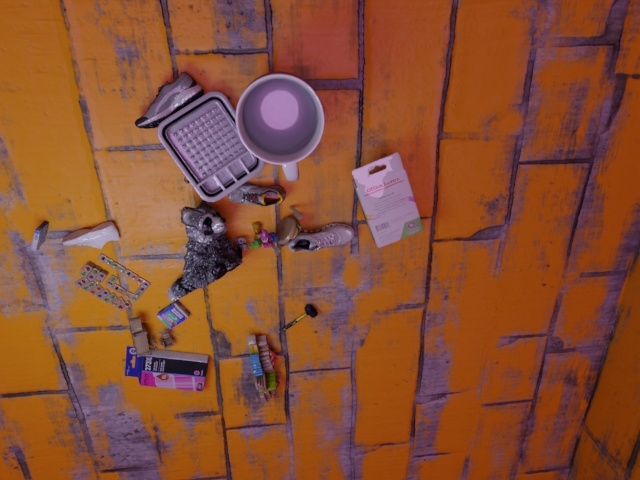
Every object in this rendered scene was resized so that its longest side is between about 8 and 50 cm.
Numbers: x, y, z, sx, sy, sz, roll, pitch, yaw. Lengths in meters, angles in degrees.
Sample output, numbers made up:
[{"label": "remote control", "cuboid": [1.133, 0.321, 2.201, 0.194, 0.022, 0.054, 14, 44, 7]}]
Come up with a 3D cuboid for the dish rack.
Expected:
[{"label": "dish rack", "cuboid": [-0.396, -0.341, 1.579, 0.286, 0.072, 0.332, -37, 113, -11]}]

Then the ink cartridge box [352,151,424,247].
[{"label": "ink cartridge box", "cuboid": [0.261, -0.172, 1.731, 0.207, 0.119, 0.353, -21, 115, 3]}]

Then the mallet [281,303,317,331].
[{"label": "mallet", "cuboid": [-0.106, 0.355, 1.964, 0.190, 0.039, 0.062, -29, 114, 10]}]

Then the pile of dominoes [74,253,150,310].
[{"label": "pile of dominoes", "cuboid": [-0.878, 0.189, 1.801, 0.251, 0.040, 0.196, 37, 104, -19]}]

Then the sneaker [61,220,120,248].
[{"label": "sneaker", "cuboid": [-0.905, -0.001, 1.703, 0.213, 0.080, 0.094, -15, 126, -1]}]

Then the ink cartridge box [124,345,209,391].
[{"label": "ink cartridge box", "cuboid": [-0.712, 0.593, 1.983, 0.371, 0.069, 0.175, 10, 112, -8]}]

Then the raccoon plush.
[{"label": "raccoon plush", "cuboid": [-0.525, 0.045, 1.705, 0.447, 0.216, 0.299, -30, 98, 13]}]

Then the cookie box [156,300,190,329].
[{"label": "cookie box", "cuboid": [-0.644, 0.324, 1.885, 0.107, 0.040, 0.091, -34, 112, 7]}]

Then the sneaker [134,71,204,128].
[{"label": "sneaker", "cuboid": [-0.548, -0.490, 1.527, 0.272, 0.100, 0.108, -34, 98, 5]}]

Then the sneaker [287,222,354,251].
[{"label": "sneaker", "cuboid": [0.000, 0.000, 1.779, 0.293, 0.118, 0.109, -8, 112, -5]}]

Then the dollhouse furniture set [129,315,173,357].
[{"label": "dollhouse furniture set", "cuboid": [-0.745, 0.389, 1.893, 0.161, 0.101, 0.181, -13, 116, -28]}]

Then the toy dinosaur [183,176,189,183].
[{"label": "toy dinosaur", "cuboid": [-0.471, -0.288, 1.636, 0.093, 0.053, 0.183, 17, 110, -12]}]

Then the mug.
[{"label": "mug", "cuboid": [-0.129, -0.386, 1.482, 0.277, 0.328, 0.373, -12, 114, -1]}]

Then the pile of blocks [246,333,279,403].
[{"label": "pile of blocks", "cuboid": [-0.248, 0.591, 1.985, 0.113, 0.149, 0.361, -12, 113, -1]}]

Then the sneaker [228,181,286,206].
[{"label": "sneaker", "cuboid": [-0.248, -0.179, 1.686, 0.226, 0.092, 0.087, -3, 113, -4]}]

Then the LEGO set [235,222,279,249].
[{"label": "LEGO set", "cuboid": [-0.254, -0.022, 1.742, 0.227, 0.087, 0.093, -7, 104, 43]}]

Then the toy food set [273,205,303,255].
[{"label": "toy food set", "cuboid": [-0.133, -0.037, 1.744, 0.039, 0.132, 0.192, 27, 101, -37]}]

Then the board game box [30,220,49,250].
[{"label": "board game box", "cuboid": [-1.082, -0.019, 1.661, 0.020, 0.090, 0.090, 18, 110, -18]}]
